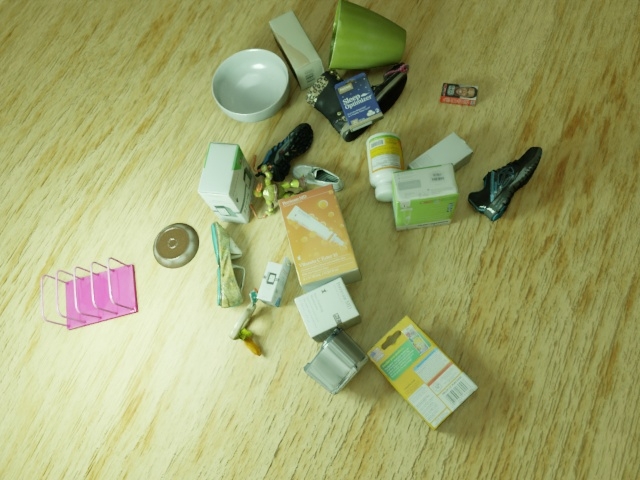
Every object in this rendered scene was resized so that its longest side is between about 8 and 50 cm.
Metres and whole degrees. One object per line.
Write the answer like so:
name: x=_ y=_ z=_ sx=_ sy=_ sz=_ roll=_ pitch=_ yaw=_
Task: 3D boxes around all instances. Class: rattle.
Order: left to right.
rattle: x=-0.234 y=0.292 z=1.736 sx=0.143 sy=0.130 sz=0.199 roll=27 pitch=71 yaw=19

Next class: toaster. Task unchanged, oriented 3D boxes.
toaster: x=0.059 y=0.406 z=1.610 sx=0.146 sy=0.129 sz=0.227 roll=41 pitch=117 yaw=14

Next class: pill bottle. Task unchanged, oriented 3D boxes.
pill bottle: x=0.253 y=-0.280 z=1.846 sx=0.137 sy=0.136 sz=0.245 roll=-6 pitch=70 yaw=7

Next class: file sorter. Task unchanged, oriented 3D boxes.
file sorter: x=-0.890 y=0.199 z=1.837 sx=0.291 sy=0.182 sz=0.202 roll=-15 pitch=69 yaw=4

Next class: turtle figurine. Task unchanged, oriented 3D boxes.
turtle figurine: x=-0.168 y=-0.205 z=1.854 sx=0.218 sy=0.269 sz=0.087 roll=-8 pitch=28 yaw=-14

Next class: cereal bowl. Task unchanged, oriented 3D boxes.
cereal bowl: x=-0.286 y=-0.647 z=2.061 sx=0.339 sy=0.141 sz=0.338 roll=-3 pitch=71 yaw=8

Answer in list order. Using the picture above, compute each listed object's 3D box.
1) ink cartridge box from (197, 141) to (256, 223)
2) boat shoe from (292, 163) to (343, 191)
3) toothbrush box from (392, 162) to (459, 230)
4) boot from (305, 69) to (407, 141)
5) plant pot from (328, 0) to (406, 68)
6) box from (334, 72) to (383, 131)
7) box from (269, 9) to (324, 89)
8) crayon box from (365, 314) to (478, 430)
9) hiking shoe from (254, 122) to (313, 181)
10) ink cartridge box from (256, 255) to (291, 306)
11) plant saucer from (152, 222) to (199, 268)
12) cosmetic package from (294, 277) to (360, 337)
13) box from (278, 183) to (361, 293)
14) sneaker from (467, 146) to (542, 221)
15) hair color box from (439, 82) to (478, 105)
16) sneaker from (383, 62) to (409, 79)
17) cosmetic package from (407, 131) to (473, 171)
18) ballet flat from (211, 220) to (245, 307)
ink cartridge box: x=-0.349 y=-0.213 z=1.840 sx=0.122 sy=0.289 sz=0.211 roll=5 pitch=72 yaw=8
boat shoe: x=-0.013 y=-0.266 z=1.916 sx=0.226 sy=0.076 sz=0.083 roll=18 pitch=74 yaw=15
toothbrush box: x=0.364 y=-0.145 z=1.702 sx=0.206 sy=0.283 sz=0.122 roll=-8 pitch=69 yaw=7
boot: x=0.146 y=-0.618 z=1.990 sx=0.377 sy=0.138 sz=0.284 roll=-46 pitch=70 yaw=-2
plant pot: x=0.200 y=-0.839 z=2.009 sx=0.294 sy=0.275 sz=0.274 roll=7 pitch=71 yaw=-6
box: x=0.146 y=-0.554 z=1.884 sx=0.137 sy=0.036 sz=0.225 roll=-22 pitch=72 yaw=9
box: x=-0.102 y=-0.835 z=2.097 sx=0.121 sy=0.148 sz=0.311 roll=-26 pitch=67 yaw=0
crayon box: x=0.334 y=0.439 z=1.607 sx=0.203 sy=0.083 sz=0.323 roll=-41 pitch=70 yaw=-6
hiking shoe: x=-0.149 y=-0.376 z=1.960 sx=0.132 sy=0.113 sz=0.304 roll=17 pitch=61 yaw=38
ink cartridge box: x=-0.170 y=0.147 z=1.781 sx=0.060 sy=0.104 sz=0.180 roll=12 pitch=73 yaw=14
plant saucer: x=-0.591 y=0.015 z=1.933 sx=0.199 sy=0.036 sz=0.198 roll=-3 pitch=70 yaw=7
cosmetic package: x=0.030 y=0.248 z=1.686 sx=0.184 sy=0.151 sz=0.151 roll=-26 pitch=70 yaw=-1
box: x=0.000 y=0.000 z=1.771 sx=0.215 sy=0.168 sz=0.345 roll=-18 pitch=69 yaw=3
sneaker: x=0.688 y=-0.236 z=1.768 sx=0.140 sy=0.125 sz=0.341 roll=38 pitch=78 yaw=24
hair color box: x=0.567 y=-0.598 z=1.958 sx=0.141 sy=0.043 sz=0.071 roll=10 pitch=72 yaw=12
sneaker: x=0.319 y=-0.727 z=2.050 sx=0.119 sy=0.047 sz=0.057 roll=-26 pitch=49 yaw=-2
cosmetic package: x=0.460 y=-0.301 z=1.850 sx=0.231 sy=0.085 sz=0.117 roll=-34 pitch=69 yaw=-6
ballet flat: x=-0.351 y=0.089 z=1.837 sx=0.123 sy=0.123 sz=0.348 roll=-12 pitch=69 yaw=5
